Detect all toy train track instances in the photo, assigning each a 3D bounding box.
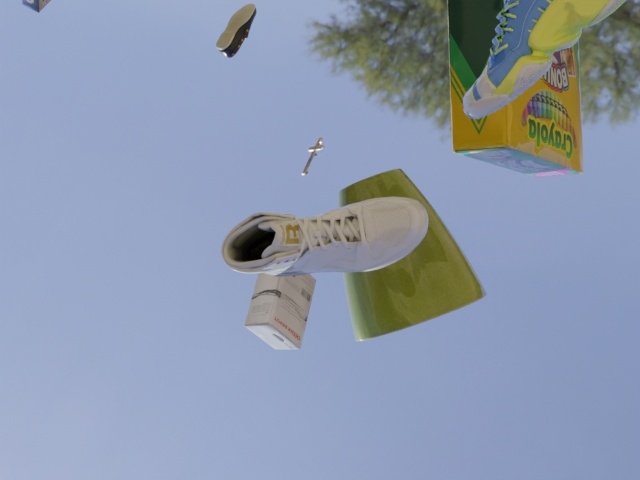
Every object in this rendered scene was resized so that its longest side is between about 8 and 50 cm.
[{"bbox_3d":[-0.013,-0.163,1.613,0.014,0.083,0.048,33,165,-29],"label":"toy train track"}]

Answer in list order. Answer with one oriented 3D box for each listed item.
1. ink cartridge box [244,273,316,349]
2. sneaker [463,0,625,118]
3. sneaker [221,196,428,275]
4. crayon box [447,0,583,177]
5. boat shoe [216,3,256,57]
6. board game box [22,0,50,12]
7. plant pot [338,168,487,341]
[{"bbox_3d":[-0.067,0.105,1.397,0.099,0.056,0.135,45,-133,-42],"label":"ink cartridge box"},{"bbox_3d":[0.234,-0.254,0.950,0.126,0.240,0.091,49,-171,2],"label":"sneaker"},{"bbox_3d":[0.000,0.000,1.203,0.169,0.293,0.108,6,-110,-65],"label":"sneaker"},{"bbox_3d":[0.343,-0.283,1.404,0.106,0.312,0.363,-5,175,35],"label":"crayon box"},{"bbox_3d":[-0.179,-0.461,1.808,0.049,0.133,0.042,20,163,37],"label":"boat shoe"},{"bbox_3d":[-0.544,-0.604,1.672,0.042,0.243,0.165,27,-126,-1],"label":"board game box"},{"bbox_3d":[0.151,0.016,1.641,0.275,0.275,0.293,-16,-95,-42],"label":"plant pot"}]
